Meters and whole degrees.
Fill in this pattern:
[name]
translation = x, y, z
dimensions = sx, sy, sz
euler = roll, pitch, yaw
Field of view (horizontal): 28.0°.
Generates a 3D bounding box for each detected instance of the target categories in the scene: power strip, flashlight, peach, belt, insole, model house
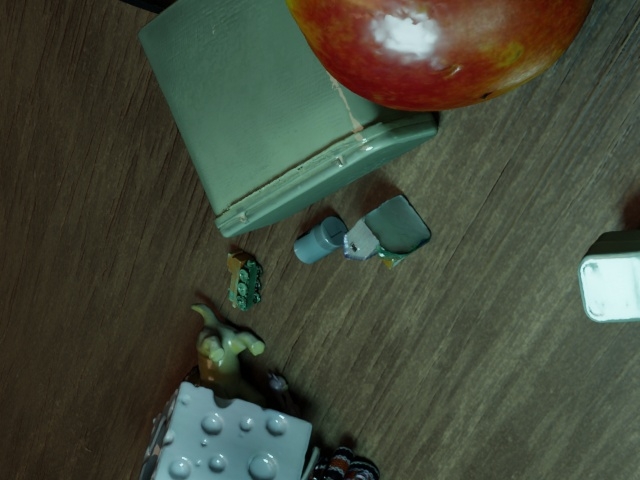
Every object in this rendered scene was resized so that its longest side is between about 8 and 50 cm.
[power strip]
translation = 0.462, 0.033, 1.569
dimensions = 0.261, 0.141, 0.230
euler = -3, 109, 31
[flashlight]
translation = -0.059, 0.280, 2.259
dimensions = 0.110, 0.031, 0.052
euler = 62, 162, -3
[peach]
translation = 0.149, -0.332, 1.513
dimensions = 0.388, 0.388, 0.388
euler = 22, 123, 37
[belt]
translation = -0.018, 0.481, 2.254
dimensions = 0.126, 0.094, 0.359
euler = 32, 137, -1
[insole]
translation = -0.319, -0.406, 2.161
dimensions = 0.253, 0.086, 0.005
euler = 25, 89, 30
[model house]
translation = 0.090, 0.002, 1.921
dimensions = 0.088, 0.100, 0.100
euler = 54, 138, 8

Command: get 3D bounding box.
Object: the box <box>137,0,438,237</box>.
[box]
translation = -0.060, -0.230, 1.874
dimensions = 0.352, 0.177, 0.344
euler = -28, 87, 39

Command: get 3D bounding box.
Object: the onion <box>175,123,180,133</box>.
[onion]
translation = -0.180, -0.200, 2.075
dimensions = 0.118, 0.117, 0.119
euler = -171, 90, -75

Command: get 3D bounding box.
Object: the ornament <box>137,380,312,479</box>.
[ornament]
translation = -0.181, 0.414, 2.183
dimensions = 0.239, 0.239, 0.240
euler = 20, 152, -10

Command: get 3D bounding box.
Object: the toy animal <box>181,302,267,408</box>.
[toy animal]
translation = -0.187, 0.246, 2.313
dimensions = 0.168, 0.121, 0.233
euler = 35, 129, 43

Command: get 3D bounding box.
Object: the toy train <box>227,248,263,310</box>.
[toy train]
translation = -0.135, 0.072, 2.225
dimensions = 0.064, 0.044, 0.103
euler = 31, 127, 35

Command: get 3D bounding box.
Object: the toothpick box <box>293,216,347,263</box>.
[toothpick box]
translation = 0.000, 0.000, 2.046
dimensions = 0.083, 0.052, 0.052
euler = -33, 85, 49
